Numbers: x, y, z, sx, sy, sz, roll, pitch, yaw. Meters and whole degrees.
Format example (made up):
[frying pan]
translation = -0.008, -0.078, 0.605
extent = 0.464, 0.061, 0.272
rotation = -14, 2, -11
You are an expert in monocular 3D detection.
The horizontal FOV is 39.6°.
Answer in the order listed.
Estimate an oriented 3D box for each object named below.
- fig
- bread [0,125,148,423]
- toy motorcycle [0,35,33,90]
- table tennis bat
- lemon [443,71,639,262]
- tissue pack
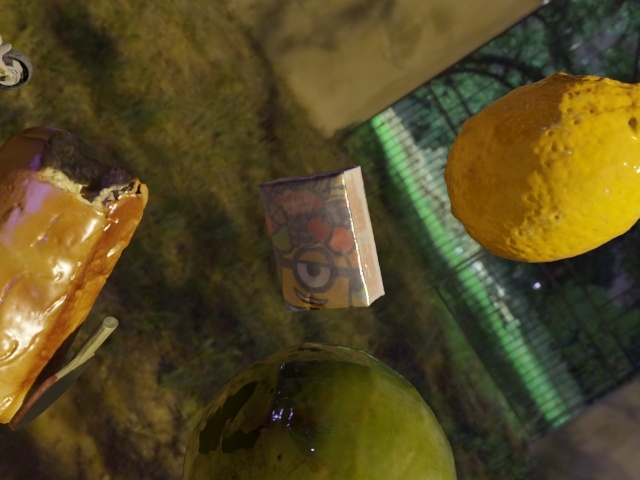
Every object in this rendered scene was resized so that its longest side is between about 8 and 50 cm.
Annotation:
[fig]
translation = 0.003, 0.242, 0.978
extent = 0.316, 0.316, 0.316
rotation = 57, 5, -8
[bread]
translation = -0.355, 0.034, 1.025
extent = 0.195, 0.344, 0.149
rotation = 20, -12, 23
[toy motorcycle]
translation = -0.515, -0.249, 1.200
extent = 0.152, 0.225, 0.073
rotation = 88, -14, -48
[table tennis bat]
translation = -0.233, 0.123, 0.819
extent = 0.013, 0.156, 0.087
rotation = 45, 25, 5
[lemon]
translation = 0.148, -0.046, 0.553
extent = 0.114, 0.155, 0.114
rotation = 36, 43, -43
[tissue pack]
translation = 0.000, 0.000, 0.543
extent = 0.035, 0.063, 0.083
rotation = -27, 107, -57
